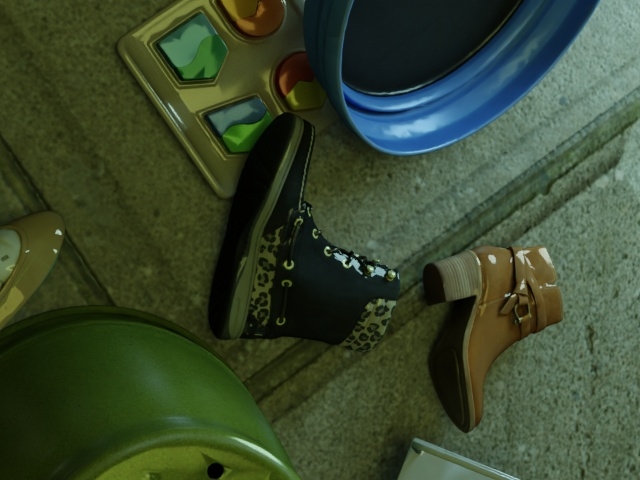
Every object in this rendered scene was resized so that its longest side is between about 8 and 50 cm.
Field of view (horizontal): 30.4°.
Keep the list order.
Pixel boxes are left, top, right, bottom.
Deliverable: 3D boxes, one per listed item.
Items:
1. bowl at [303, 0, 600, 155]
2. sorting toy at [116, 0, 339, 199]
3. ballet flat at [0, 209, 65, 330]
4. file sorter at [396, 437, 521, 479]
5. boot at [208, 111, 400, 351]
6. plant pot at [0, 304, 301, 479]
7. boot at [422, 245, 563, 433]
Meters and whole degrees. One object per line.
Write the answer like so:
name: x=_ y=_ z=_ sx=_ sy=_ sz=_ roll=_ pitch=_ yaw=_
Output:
bowl: x=0.146 y=-0.262 z=1.131 sx=0.391 sy=0.077 sz=0.391 roll=-31 pitch=146 yaw=-23
sorting toy: x=-0.071 y=-0.174 z=1.188 sx=0.208 sy=0.038 sz=0.193 roll=-38 pitch=104 yaw=-17
ballet flat: x=-0.312 y=0.052 z=1.053 sx=0.232 sy=0.080 sz=0.073 roll=-60 pitch=145 yaw=-23
file sorter: x=0.125 y=0.351 z=1.123 sx=0.193 sy=0.173 sz=0.278 roll=21 pitch=82 yaw=11
boot: x=-0.001 y=0.000 z=1.183 sx=0.178 sy=0.085 sz=0.236 roll=12 pitch=104 yaw=-23
plant pot: x=-0.161 y=0.247 z=0.991 sx=0.366 sy=0.353 sz=0.366 roll=0 pitch=90 yaw=-21
boot: x=0.197 y=0.102 z=1.283 sx=0.152 sy=0.073 sz=0.197 roll=-9 pitch=97 yaw=-25
